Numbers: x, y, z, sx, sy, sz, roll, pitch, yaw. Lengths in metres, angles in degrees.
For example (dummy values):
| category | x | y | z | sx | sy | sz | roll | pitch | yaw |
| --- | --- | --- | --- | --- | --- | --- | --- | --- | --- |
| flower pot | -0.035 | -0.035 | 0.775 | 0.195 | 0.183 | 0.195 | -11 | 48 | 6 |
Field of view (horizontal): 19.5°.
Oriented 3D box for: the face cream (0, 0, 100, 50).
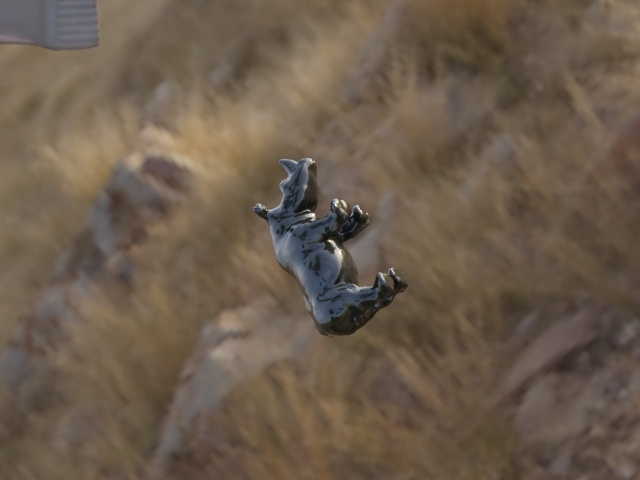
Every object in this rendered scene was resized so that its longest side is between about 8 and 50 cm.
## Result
| category | x | y | z | sx | sy | sz | roll | pitch | yaw |
| --- | --- | --- | --- | --- | --- | --- | --- | --- | --- |
| face cream | -0.336 | -0.209 | 1.027 | 0.420 | 0.235 | 0.137 | -6 | 2 | -19 |

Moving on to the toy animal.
| category | x | y | z | sx | sy | sz | roll | pitch | yaw |
| --- | --- | --- | --- | --- | --- | --- | --- | --- | --- |
| toy animal | 0.000 | 0.000 | 1.196 | 0.065 | 0.136 | 0.047 | -37 | -26 | 18 |
